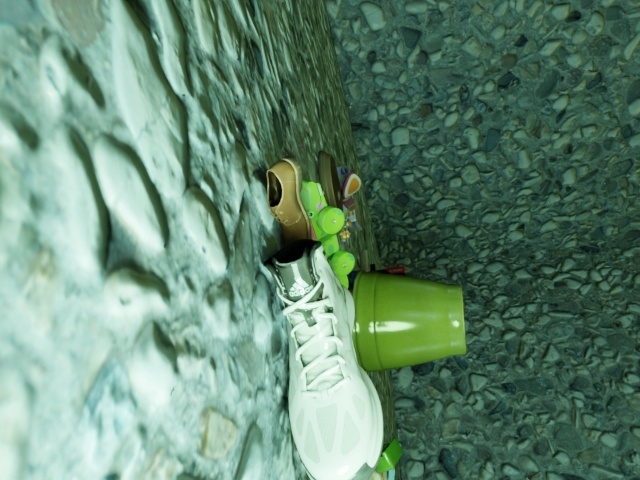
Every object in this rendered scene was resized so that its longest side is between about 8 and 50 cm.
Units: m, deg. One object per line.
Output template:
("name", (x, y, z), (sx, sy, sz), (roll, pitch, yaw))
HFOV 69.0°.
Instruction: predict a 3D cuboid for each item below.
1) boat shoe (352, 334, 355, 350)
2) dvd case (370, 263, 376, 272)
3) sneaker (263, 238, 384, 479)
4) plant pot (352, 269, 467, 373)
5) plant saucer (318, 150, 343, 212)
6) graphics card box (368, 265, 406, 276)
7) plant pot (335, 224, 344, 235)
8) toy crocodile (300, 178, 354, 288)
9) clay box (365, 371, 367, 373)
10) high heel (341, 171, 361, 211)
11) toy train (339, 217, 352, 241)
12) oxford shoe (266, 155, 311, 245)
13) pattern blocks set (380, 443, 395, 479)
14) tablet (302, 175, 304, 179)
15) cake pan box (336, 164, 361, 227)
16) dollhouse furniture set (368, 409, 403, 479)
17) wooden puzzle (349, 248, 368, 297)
("boat shoe", (0.107, 0.380, 1.594), (0.056, 0.048, 0.153), (-32, 119, -84))
("dvd case", (0.247, 0.234, 2.096), (0.238, 0.030, 0.179), (72, 15, -61))
("sneaker", (-0.026, 0.171, 0.804), (0.447, 0.169, 0.257), (-99, 165, -50))
("plant pot", (0.322, 0.279, 1.626), (0.366, 0.353, 0.366), (-4, 90, -74))
("plant saucer", (0.041, -0.195, 1.711), (0.278, 0.041, 0.278), (-9, 90, -81))
("graphics card box", (0.322, 0.310, 2.278), (0.094, 0.233, 0.371), (70, 14, -48))
("plant pot", (0.024, -0.031, 1.394), (0.079, 0.083, 0.083), (-67, 149, -50))
("toy crocodile", (0.000, 0.000, 1.169), (0.115, 0.105, 0.340), (28, -37, 47))
("clay box", (0.140, 0.563, 1.540), (0.127, 0.053, 0.222), (79, 8, -53))
("high heel", (0.101, -0.220, 1.865), (0.117, 0.082, 0.244), (55, -9, 24))
("toy train", (0.096, -0.068, 1.879), (0.166, 0.046, 0.125), (-80, 159, -60))
("oxford shoe", (-0.073, -0.057, 0.942), (0.076, 0.076, 0.212), (-36, 124, -45))
("pattern blocks set", (0.206, 0.841, 1.515), (0.285, 0.026, 0.325), (-8, 103, -89))
("tablet", (-0.054, -0.154, 1.244), (0.054, 0.006, 0.083), (69, 15, -49))
("cake pan box", (0.128, -0.187, 2.105), (0.246, 0.070, 0.267), (48, 35, -76))
("dollhouse furniture set", (0.038, 0.478, 1.058), (0.197, 0.151, 0.301), (62, 25, 11))
("wooden puzzle", (0.180, 0.260, 2.002), (0.322, 0.080, 0.348), (-79, 162, -61))
